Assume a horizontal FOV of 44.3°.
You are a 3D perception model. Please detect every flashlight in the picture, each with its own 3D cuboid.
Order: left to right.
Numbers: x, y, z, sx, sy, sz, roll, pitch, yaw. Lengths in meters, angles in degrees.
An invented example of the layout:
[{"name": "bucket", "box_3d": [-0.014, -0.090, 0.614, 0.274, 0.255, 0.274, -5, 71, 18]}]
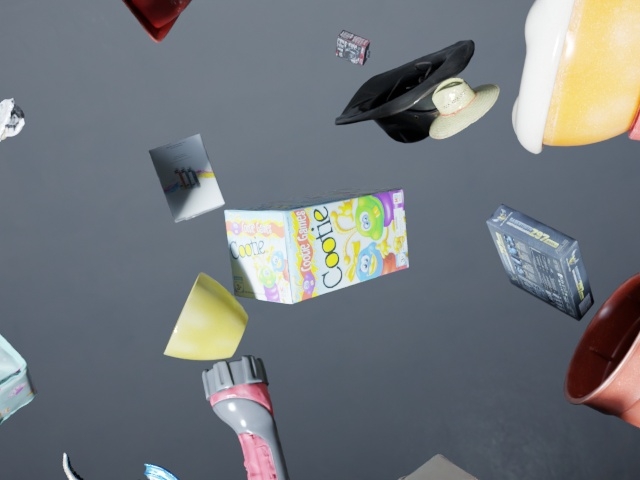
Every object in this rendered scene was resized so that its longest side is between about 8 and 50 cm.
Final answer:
[{"name": "flashlight", "box_3d": [-0.102, 0.332, 1.198, 0.103, 0.304, 0.103, -19, 157, 10]}]

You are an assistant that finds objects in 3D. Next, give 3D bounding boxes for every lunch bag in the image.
[{"name": "lunch bag", "box_3d": [-0.591, 0.176, 1.254, 0.160, 0.262, 0.223, -43, 172, -26]}]

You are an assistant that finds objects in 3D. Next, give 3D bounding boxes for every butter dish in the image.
[{"name": "butter dish", "box_3d": [-0.248, -0.432, 1.265, 0.118, 0.160, 0.160, -11, 134, 31]}]

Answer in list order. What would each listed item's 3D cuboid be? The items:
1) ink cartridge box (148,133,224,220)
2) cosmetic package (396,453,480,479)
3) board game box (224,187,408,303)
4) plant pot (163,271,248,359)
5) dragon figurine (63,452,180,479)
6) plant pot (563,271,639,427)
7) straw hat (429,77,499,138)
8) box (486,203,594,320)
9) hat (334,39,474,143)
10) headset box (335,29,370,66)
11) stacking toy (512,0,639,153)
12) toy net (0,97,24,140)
[{"name": "ink cartridge box", "box_3d": [-0.314, -0.144, 1.863, 0.127, 0.176, 0.128, -19, -177, -9]}, {"name": "cosmetic package", "box_3d": [0.240, 0.486, 1.134, 0.197, 0.155, 0.365, -25, -154, -28]}, {"name": "board game box", "box_3d": [0.000, 0.000, 1.289, 0.275, 0.142, 0.144, -13, -168, -43]}, {"name": "plant pot", "box_3d": [-0.165, 0.127, 1.186, 0.095, 0.134, 0.134, 25, 153, -8]}, {"name": "dragon figurine", "box_3d": [-0.276, 0.419, 1.267, 0.144, 0.289, 0.085, -44, 170, -41]}, {"name": "plant pot", "box_3d": [0.619, 0.235, 1.381, 0.272, 0.265, 0.272, -59, 176, -6]}, {"name": "straw hat", "box_3d": [0.231, -0.246, 1.360, 0.144, 0.144, 0.061, -28, 118, 31]}, {"name": "box", "box_3d": [0.444, 0.046, 1.585, 0.059, 0.183, 0.233, -47, 137, -13]}, {"name": "hat", "box_3d": [0.201, -0.288, 1.671, 0.331, 0.134, 0.331, -28, -158, 13]}, {"name": "headset box", "box_3d": [0.081, -0.464, 1.907, 0.032, 0.083, 0.062, -58, 166, -33]}, {"name": "stacking toy", "box_3d": [0.518, -0.243, 1.031, 0.480, 0.351, 0.350, 15, 171, 16]}, {"name": "toy net", "box_3d": [-0.543, -0.177, 1.325, 0.045, 0.122, 0.232, 19, 143, -35]}]
